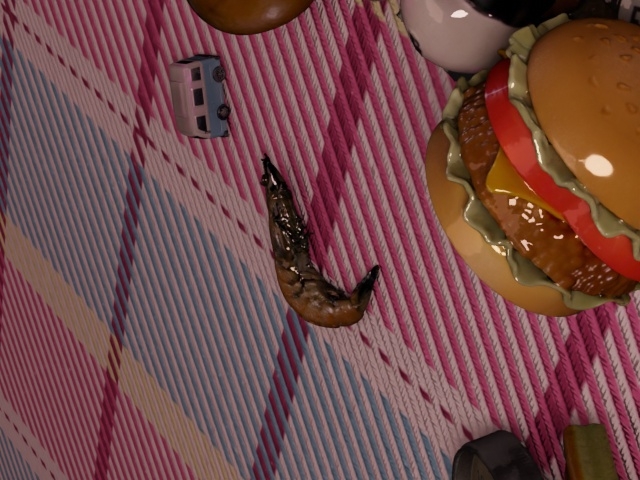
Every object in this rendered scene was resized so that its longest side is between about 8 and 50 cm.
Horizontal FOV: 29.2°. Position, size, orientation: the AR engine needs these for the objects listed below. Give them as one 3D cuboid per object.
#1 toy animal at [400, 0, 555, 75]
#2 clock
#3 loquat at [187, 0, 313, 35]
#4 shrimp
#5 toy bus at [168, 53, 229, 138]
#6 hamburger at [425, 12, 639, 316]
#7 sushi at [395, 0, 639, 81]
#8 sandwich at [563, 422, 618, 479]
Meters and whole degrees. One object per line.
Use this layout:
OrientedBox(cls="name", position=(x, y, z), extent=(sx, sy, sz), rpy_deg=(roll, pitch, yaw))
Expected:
OrientedBox(cls="toy animal", position=(0.147, -0.250, 1.182), extent=(0.179, 0.166, 0.138), rpy_deg=(-54, 39, 41))
OrientedBox(cls="clock", position=(0.226, 0.367, 1.464), extent=(0.280, 0.055, 0.280), rpy_deg=(169, 90, -79))
OrientedBox(cls="loquat", position=(-0.089, -0.351, 1.552), extent=(0.227, 0.179, 0.179), rpy_deg=(-22, 87, 56))
OrientedBox(cls="shrimp", position=(0.000, 0.000, 1.703), extent=(0.198, 0.051, 0.262), rpy_deg=(-1, 108, 45))
OrientedBox(cls="toy bus", position=(-0.181, -0.208, 1.809), extent=(0.060, 0.075, 0.123), rpy_deg=(15, 117, 48))
OrientedBox(cls="hamburger", position=(0.250, -0.078, 1.110), extent=(0.212, 0.274, 0.274), rpy_deg=(-39, 74, 40))
OrientedBox(cls="sushi", position=(0.258, -0.232, 1.254), extent=(0.292, 0.059, 0.294), rpy_deg=(48, 130, 12))
OrientedBox(cls="sandwich", position=(0.294, 0.296, 1.299), extent=(0.245, 0.063, 0.212), rpy_deg=(67, -166, -70))
